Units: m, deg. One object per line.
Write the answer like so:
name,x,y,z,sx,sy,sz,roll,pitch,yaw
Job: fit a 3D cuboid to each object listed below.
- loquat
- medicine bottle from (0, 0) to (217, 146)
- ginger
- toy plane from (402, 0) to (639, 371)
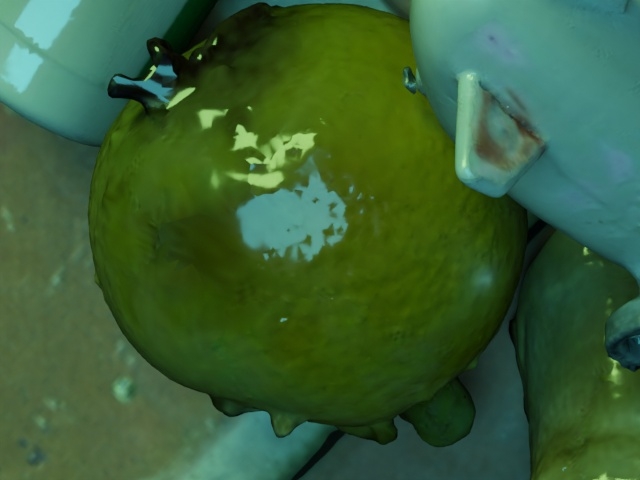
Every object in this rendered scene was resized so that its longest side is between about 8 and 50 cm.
loquat,0.000,0.000,0.586,0.172,0.149,0.204,-28,104,12
medicine bottle,-0.051,-0.164,0.607,0.095,0.095,0.260,38,101,6
ginger,0.121,0.079,0.587,0.115,0.123,0.193,-23,84,31
toy plane,0.126,-0.045,0.520,0.118,0.252,0.252,-21,91,42
